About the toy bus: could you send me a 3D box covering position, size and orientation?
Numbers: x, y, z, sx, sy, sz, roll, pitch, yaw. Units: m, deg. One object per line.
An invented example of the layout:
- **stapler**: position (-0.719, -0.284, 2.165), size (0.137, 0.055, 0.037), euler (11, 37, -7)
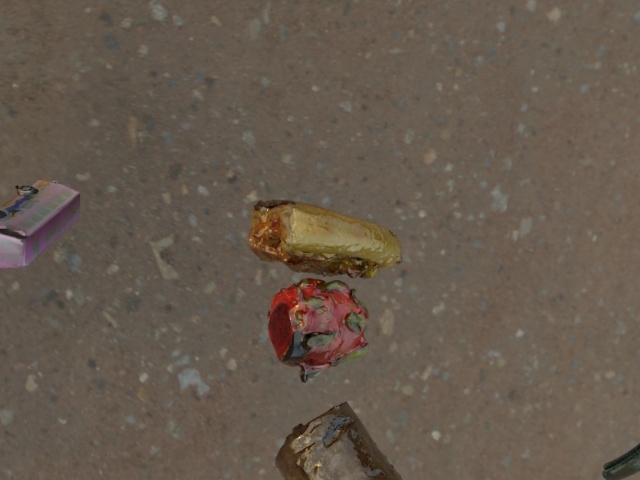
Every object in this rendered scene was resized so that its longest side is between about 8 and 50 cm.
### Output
- **toy bus**: position (-0.578, -0.036, 1.618), size (0.112, 0.274, 0.090), euler (12, 116, 5)

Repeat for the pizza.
- **pizza**: position (0.000, 0.000, 1.390), size (0.409, 0.277, 0.114), euler (38, 62, -74)

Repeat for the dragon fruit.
- **dragon fruit**: position (0.004, 0.145, 1.340), size (0.171, 0.160, 0.167), euler (4, 91, -32)

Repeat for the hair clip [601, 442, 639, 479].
- **hair clip**: position (0.333, 0.166, 0.772), size (0.039, 0.070, 0.230), euler (20, 124, -11)

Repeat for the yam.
- **yam**: position (0.058, 0.327, 0.933), size (0.131, 0.280, 0.131), euler (-32, 160, -13)
